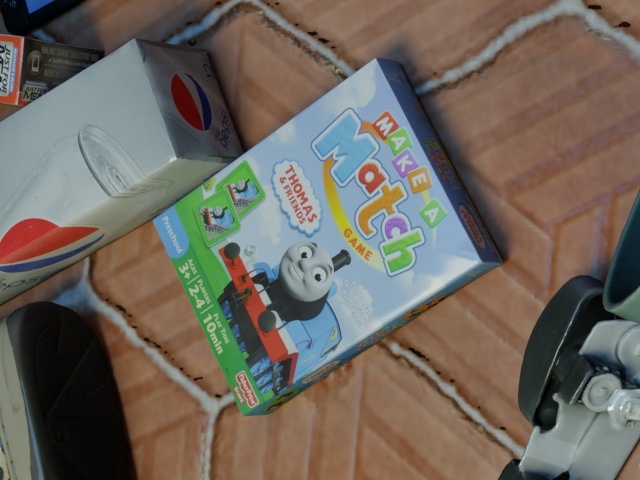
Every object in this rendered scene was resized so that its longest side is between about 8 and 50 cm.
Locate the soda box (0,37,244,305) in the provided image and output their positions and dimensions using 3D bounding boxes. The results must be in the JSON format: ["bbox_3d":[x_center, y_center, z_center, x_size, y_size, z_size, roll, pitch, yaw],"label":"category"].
[{"bbox_3d":[-0.198,-0.038,1.309,0.286,0.091,0.098,-27,75,28],"label":"soda box"}]

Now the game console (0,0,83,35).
[{"bbox_3d":[-0.219,-0.226,1.340,0.122,0.071,0.107,-23,77,29],"label":"game console"}]

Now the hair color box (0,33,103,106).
[{"bbox_3d":[-0.259,-0.131,1.348,0.167,0.093,0.053,8,94,32],"label":"hair color box"}]

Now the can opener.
[{"bbox_3d":[0.135,0.161,1.126,0.280,0.074,0.093,-64,27,12],"label":"can opener"}]

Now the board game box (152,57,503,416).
[{"bbox_3d":[0.000,0.000,1.219,0.211,0.039,0.160,-34,71,25],"label":"board game box"}]

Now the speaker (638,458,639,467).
[{"bbox_3d":[0.242,0.088,1.062,0.055,0.055,0.136,32,105,28],"label":"speaker"}]

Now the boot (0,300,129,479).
[{"bbox_3d":[-0.274,0.256,1.319,0.284,0.138,0.377,-16,76,29],"label":"boot"}]

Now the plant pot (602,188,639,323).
[{"bbox_3d":[0.302,-0.048,0.922,0.196,0.293,0.293,28,104,2],"label":"plant pot"}]
